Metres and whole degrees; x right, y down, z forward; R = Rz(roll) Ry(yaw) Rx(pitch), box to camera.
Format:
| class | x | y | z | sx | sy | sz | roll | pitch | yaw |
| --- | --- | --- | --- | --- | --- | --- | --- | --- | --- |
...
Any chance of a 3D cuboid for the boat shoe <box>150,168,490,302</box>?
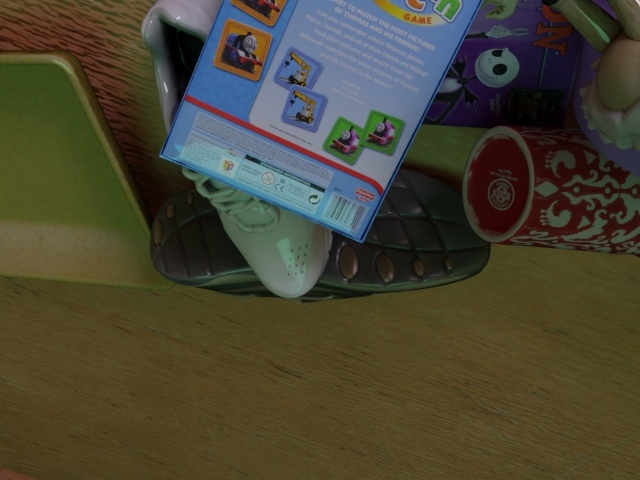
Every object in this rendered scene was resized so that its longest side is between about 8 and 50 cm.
| class | x | y | z | sx | sy | sz | roll | pitch | yaw |
| --- | --- | --- | --- | --- | --- | --- | --- | --- | --- |
| boat shoe | 0.000 | 0.000 | 0.732 | 0.355 | 0.132 | 0.130 | 2 | 164 | 13 |

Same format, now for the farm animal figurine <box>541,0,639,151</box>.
| class | x | y | z | sx | sy | sz | roll | pitch | yaw |
| --- | --- | --- | --- | --- | --- | --- | --- | --- | --- |
| farm animal figurine | 0.293 | -0.177 | 0.261 | 0.172 | 0.327 | 0.330 | 42 | 153 | -12 |

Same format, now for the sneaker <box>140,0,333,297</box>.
| class | x | y | z | sx | sy | sz | roll | pitch | yaw |
| --- | --- | --- | --- | --- | --- | --- | --- | --- | --- |
| sneaker | -0.078 | -0.072 | 0.579 | 0.111 | 0.129 | 0.297 | -15 | 111 | 20 |

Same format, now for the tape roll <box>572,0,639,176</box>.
| class | x | y | z | sx | sy | sz | roll | pitch | yaw |
| --- | --- | --- | --- | --- | --- | --- | --- | --- | --- |
| tape roll | 0.264 | -0.117 | 0.432 | 0.189 | 0.189 | 0.080 | 5 | 140 | 13 |

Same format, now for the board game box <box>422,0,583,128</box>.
| class | x | y | z | sx | sy | sz | roll | pitch | yaw |
| --- | --- | --- | --- | --- | --- | --- | --- | --- | --- |
| board game box | 0.092 | -0.227 | 0.473 | 0.208 | 0.056 | 0.347 | 2 | 139 | 9 |

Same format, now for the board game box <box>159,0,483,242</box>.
| class | x | y | z | sx | sy | sz | roll | pitch | yaw |
| --- | --- | --- | --- | --- | --- | --- | --- | --- | --- |
| board game box | 0.002 | -0.124 | 0.473 | 0.160 | 0.039 | 0.211 | 23 | 107 | -9 |

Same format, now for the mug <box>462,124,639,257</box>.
| class | x | y | z | sx | sy | sz | roll | pitch | yaw |
| --- | --- | --- | --- | --- | --- | --- | --- | --- | --- |
| mug | 0.204 | -0.035 | 0.567 | 0.169 | 0.113 | 0.150 | 1 | 161 | -23 |

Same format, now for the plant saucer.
| class | x | y | z | sx | sy | sz | roll | pitch | yaw |
| --- | --- | --- | --- | --- | --- | --- | --- | --- | --- |
| plant saucer | -0.345 | -0.085 | 0.755 | 0.333 | 0.081 | 0.332 | 4 | 140 | 13 |
